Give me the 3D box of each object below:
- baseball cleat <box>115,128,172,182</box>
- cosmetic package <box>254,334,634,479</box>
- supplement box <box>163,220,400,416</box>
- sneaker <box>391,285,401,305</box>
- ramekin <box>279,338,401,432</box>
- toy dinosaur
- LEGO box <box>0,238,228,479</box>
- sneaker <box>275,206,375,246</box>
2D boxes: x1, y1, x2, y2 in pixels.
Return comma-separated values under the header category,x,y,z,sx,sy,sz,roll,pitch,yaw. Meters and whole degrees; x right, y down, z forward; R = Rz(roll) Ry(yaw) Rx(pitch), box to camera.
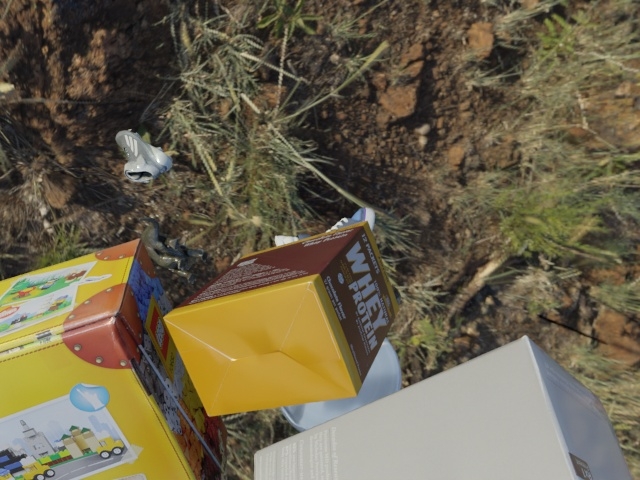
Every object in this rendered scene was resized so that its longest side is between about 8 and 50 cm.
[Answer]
category,x,y,z,sx,sy,sz,roll,pitch,yaw
baseball cleat,-0.461,-0.208,1.397,0.109,0.205,0.072,-47,144,-27
cosmetic package,0.078,0.172,0.394,0.237,0.107,0.127,-32,132,24
supplement box,-0.033,0.086,0.668,0.129,0.191,0.194,69,26,-12
sneaker,0.028,0.072,1.002,0.227,0.087,0.131,1,109,9
ramekin,0.043,0.314,1.225,0.273,0.272,0.127,-41,146,-16
toy dinosaur,-0.412,0.033,1.528,0.313,0.160,0.121,36,68,-58
LEGO box,-0.412,0.264,0.732,0.499,0.193,0.373,-17,116,-2
sneaker,0.000,0.001,1.571,0.236,0.130,0.323,25,62,-2
